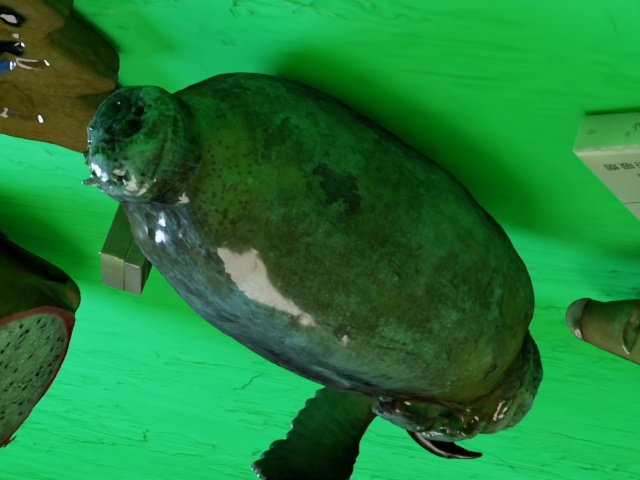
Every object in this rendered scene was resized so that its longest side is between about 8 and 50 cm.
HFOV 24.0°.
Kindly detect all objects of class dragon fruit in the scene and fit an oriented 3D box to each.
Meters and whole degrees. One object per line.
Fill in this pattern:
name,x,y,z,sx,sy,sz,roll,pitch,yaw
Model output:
dragon fruit,-0.388,0.081,1.334,0.226,0.305,0.305,42,165,15

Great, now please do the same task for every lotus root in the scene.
lotus root,0.000,-0.002,0.933,0.349,0.175,0.175,35,154,-32

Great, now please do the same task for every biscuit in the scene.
biscuit,-0.242,-0.134,0.934,0.278,0.043,0.301,17,160,-1

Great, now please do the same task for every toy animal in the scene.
toy animal,0.054,0.113,1.197,0.197,0.272,0.160,23,124,-1

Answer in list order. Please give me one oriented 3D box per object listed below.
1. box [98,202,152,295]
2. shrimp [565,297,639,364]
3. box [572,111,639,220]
box,-0.136,-0.008,1.127,0.035,0.079,0.083,19,160,-1
shrimp,0.306,0.081,0.999,0.289,0.075,0.178,1,173,37
box,0.240,-0.017,0.873,0.109,0.029,0.198,-1,153,40
